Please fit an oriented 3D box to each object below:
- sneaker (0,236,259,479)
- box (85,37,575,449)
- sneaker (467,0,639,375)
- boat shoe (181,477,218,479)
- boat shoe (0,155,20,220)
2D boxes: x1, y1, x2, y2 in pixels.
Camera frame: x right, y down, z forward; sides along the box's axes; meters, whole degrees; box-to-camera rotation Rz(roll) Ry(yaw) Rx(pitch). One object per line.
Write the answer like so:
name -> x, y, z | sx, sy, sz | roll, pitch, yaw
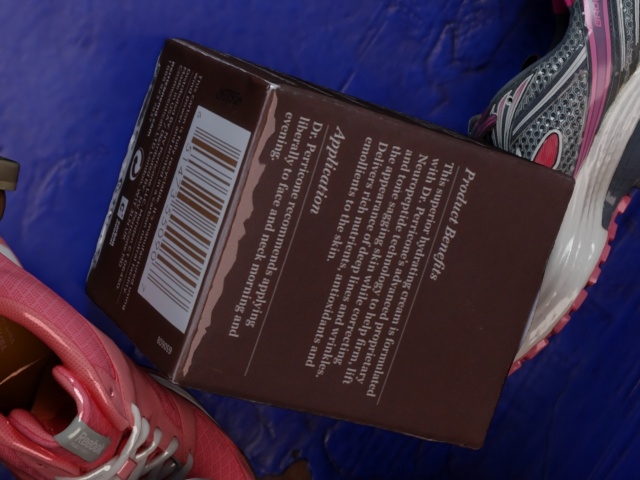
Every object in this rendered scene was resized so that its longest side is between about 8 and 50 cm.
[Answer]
sneaker -> -0.141, 0.109, 0.874 | 0.116, 0.136, 0.314 | -48, 119, -5
box -> 0.000, 0.000, 0.891 | 0.203, 0.167, 0.169 | 16, 97, -28
sneaker -> 0.135, -0.034, 0.987 | 0.112, 0.121, 0.299 | 29, 90, -4
boat shoe -> -0.111, 0.251, 0.900 | 0.096, 0.088, 0.267 | 12, 124, -37
boat shoe -> -0.294, -0.015, 0.693 | 0.307, 0.110, 0.105 | 7, 92, -14
